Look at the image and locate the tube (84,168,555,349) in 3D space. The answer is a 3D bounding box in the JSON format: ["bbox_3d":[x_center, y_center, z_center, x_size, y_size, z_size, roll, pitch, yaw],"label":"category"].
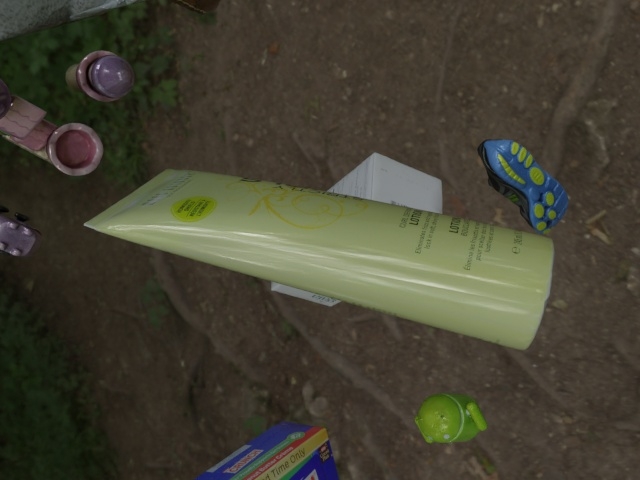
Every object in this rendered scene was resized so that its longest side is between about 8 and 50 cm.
[{"bbox_3d":[0.000,0.000,0.345,0.240,0.070,0.062,14,77,12],"label":"tube"}]

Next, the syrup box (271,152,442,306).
[{"bbox_3d":[0.035,-0.001,0.746,0.237,0.093,0.096,-36,42,53],"label":"syrup box"}]

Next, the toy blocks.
[{"bbox_3d":[-0.396,-0.143,0.731,0.260,0.288,0.309,18,81,51],"label":"toy blocks"}]

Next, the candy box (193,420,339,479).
[{"bbox_3d":[-0.073,0.490,0.982,0.122,0.268,0.317,-10,97,41],"label":"candy box"}]

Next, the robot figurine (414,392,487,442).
[{"bbox_3d":[0.183,0.249,0.879,0.101,0.115,0.067,-25,63,36],"label":"robot figurine"}]

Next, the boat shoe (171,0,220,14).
[{"bbox_3d":[-0.226,-0.264,0.545,0.104,0.307,0.111,-61,0,15],"label":"boat shoe"}]

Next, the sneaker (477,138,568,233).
[{"bbox_3d":[0.290,-0.082,0.895,0.067,0.188,0.078,-45,28,5],"label":"sneaker"}]

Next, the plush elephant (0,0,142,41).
[{"bbox_3d":[-0.231,-0.228,0.321,0.330,0.272,0.255,-6,115,20],"label":"plush elephant"}]
